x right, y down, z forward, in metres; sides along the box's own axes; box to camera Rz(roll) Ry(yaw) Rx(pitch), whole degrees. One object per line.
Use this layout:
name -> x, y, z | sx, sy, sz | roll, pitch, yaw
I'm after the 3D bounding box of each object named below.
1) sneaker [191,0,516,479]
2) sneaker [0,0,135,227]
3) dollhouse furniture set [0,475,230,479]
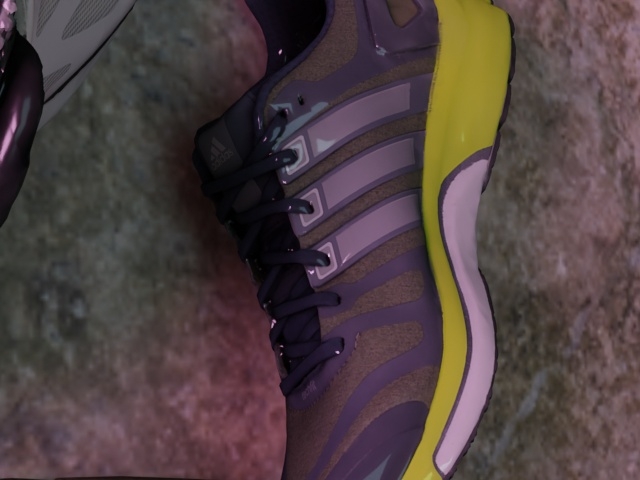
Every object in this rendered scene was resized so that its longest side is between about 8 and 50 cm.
sneaker -> 0.000, 0.000, 0.758 | 0.121, 0.111, 0.300 | 22, 53, -22
sneaker -> -0.111, -0.089, 0.585 | 0.169, 0.257, 0.447 | 45, 60, -23
dollhouse furniture set -> -0.070, 0.165, 0.679 | 0.144, 0.123, 0.151 | 2, 84, -38
